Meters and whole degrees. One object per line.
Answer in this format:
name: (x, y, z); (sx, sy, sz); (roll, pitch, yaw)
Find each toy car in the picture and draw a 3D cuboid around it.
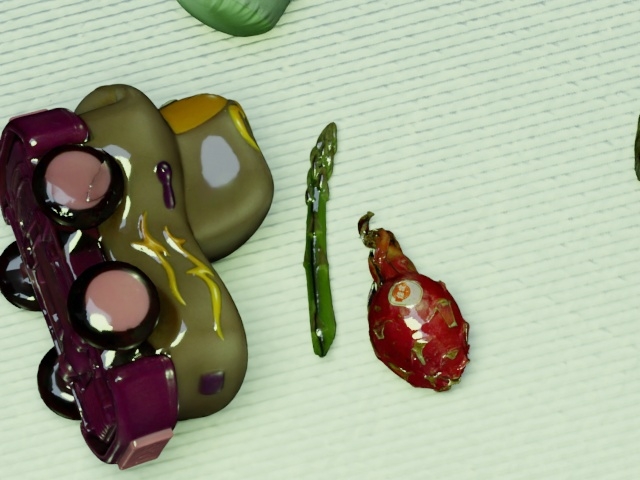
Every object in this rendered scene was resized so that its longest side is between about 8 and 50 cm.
toy car: (-0.152, 0.019, 1.807); (0.240, 0.271, 0.340); (-15, 76, -20)

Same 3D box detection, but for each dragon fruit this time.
dragon fruit: (0.073, 0.053, 1.845); (0.094, 0.094, 0.190); (-27, 69, -2)

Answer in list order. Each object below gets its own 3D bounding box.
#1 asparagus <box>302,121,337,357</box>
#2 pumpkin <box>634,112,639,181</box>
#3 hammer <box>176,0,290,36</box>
asparagus: (0.000, 0.000, 1.894); (0.034, 0.027, 0.236); (-7, 72, 24)
pumpkin: (0.457, -0.106, 1.823); (0.312, 0.148, 0.169); (16, 81, 5)
hammer: (-0.155, -0.342, 1.966); (0.336, 0.119, 0.206); (25, 78, 18)
